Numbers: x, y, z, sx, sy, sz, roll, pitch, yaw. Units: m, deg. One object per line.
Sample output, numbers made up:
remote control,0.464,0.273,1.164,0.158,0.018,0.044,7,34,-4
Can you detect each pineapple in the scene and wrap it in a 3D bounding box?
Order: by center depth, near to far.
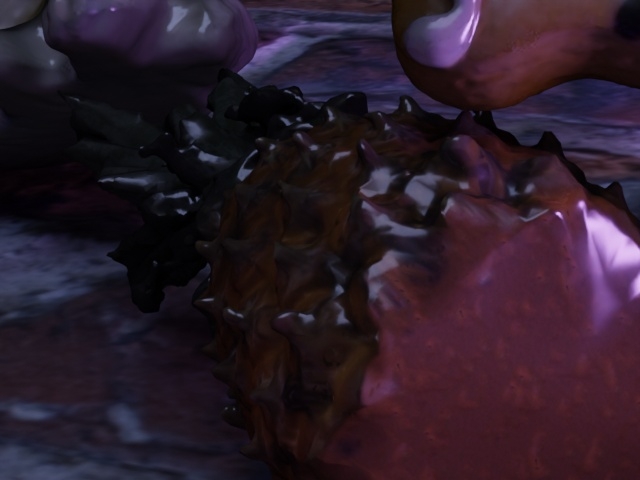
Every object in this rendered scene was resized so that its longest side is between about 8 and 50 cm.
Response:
pineapple,0.003,-0.002,0.653,0.165,0.165,0.364,-14,20,-15

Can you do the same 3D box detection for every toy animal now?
toy animal,-0.170,-0.141,0.914,0.266,0.188,0.308,6,-15,-10

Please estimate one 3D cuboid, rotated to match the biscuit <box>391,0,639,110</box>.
biscuit,0.184,-0.094,0.506,0.301,0.049,0.197,17,69,14
